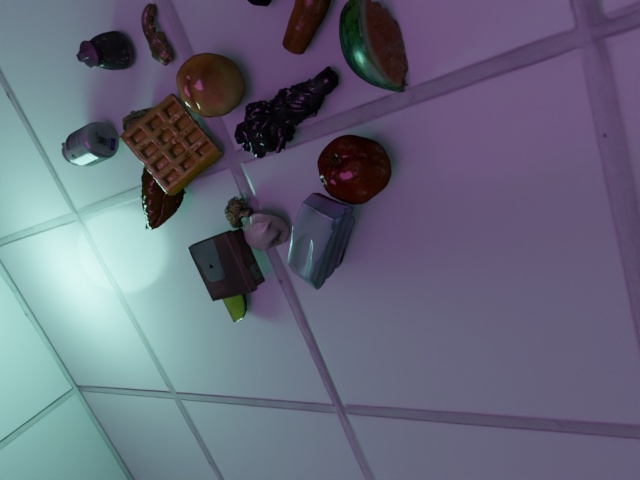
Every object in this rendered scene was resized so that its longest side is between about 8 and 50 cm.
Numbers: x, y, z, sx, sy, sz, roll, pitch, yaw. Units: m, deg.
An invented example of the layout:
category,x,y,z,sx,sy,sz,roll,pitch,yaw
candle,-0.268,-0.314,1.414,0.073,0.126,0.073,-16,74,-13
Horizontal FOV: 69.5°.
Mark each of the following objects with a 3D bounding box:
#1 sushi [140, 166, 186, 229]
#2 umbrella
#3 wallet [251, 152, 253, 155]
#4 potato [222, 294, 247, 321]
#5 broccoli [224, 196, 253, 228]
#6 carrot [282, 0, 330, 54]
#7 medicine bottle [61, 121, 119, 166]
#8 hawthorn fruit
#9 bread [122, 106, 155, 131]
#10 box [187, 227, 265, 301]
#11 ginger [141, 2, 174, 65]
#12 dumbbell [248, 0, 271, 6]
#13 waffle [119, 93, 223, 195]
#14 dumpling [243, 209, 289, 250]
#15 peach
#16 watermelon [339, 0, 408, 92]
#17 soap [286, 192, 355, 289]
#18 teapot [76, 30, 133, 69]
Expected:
category,x,y,z,sx,sy,sz,roll,pitch,yaw
sushi,-0.548,-0.155,1.609,0.140,0.149,0.287,50,140,47
umbrella,-0.089,-0.329,1.239,0.337,0.128,0.154,-14,105,33
wallet,-0.214,-0.303,1.400,0.044,0.011,0.083,-27,100,39
potato,-0.314,0.214,1.717,0.119,0.054,0.197,7,120,29
broccoli,-0.269,-0.089,1.513,0.092,0.095,0.096,10,85,5
carrot,-0.030,-0.545,1.109,0.087,0.087,0.193,36,129,11
medicine bottle,-0.856,-0.344,1.696,0.215,0.135,0.135,-9,110,35
hawthorn fruit,0.075,-0.186,1.162,0.179,0.200,0.179,-9,73,32
bread,-0.570,-0.388,1.526,0.110,0.156,0.103,-129,27,-57
box,-0.316,0.081,1.562,0.215,0.086,0.215,-17,101,38
ginger,-0.495,-0.611,1.382,0.070,0.051,0.173,-9,112,31
dumbbell,-0.116,-0.628,1.105,0.209,0.099,0.099,-6,112,34
waffle,-0.469,-0.300,1.454,0.221,0.055,0.248,-39,95,2
dumpling,-0.177,-0.026,1.483,0.150,0.092,0.176,23,123,6
peach,-0.308,-0.433,1.285,0.184,0.184,0.184,15,122,25
watermelon,0.098,-0.442,1.083,0.146,0.128,0.231,7,122,49
soap,0.000,0.000,1.272,0.109,0.193,0.323,32,142,14
teapot,-0.687,-0.596,1.446,0.148,0.146,0.116,29,127,16
